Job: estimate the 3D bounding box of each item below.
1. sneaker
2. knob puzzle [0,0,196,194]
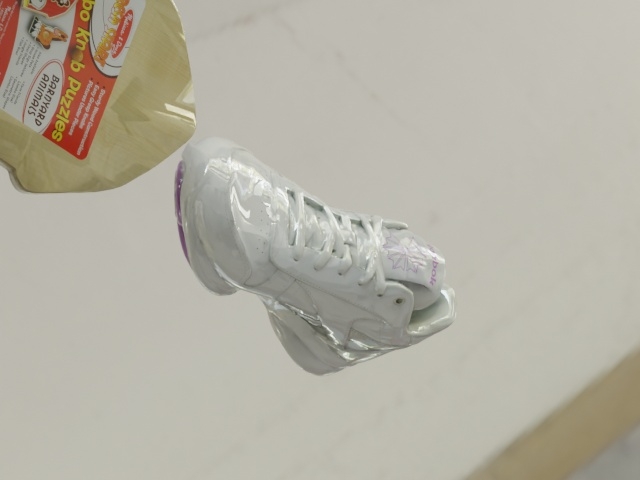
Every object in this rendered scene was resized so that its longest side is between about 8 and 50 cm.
[{"bbox_3d":[0.000,0.000,1.408,0.152,0.114,0.305,-12,-28,22],"label":"sneaker"},{"bbox_3d":[-0.157,-0.113,1.196,0.213,0.213,0.030,-18,6,-42],"label":"knob puzzle"}]
